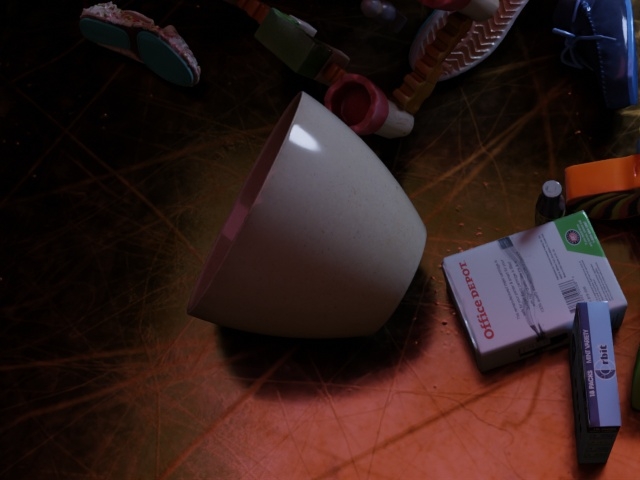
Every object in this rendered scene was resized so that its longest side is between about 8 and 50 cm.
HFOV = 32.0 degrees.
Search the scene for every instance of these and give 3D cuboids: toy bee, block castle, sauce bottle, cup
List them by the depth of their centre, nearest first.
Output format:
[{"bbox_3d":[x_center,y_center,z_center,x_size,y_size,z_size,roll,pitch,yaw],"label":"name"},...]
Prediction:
[{"bbox_3d":[0.000,0.000,1.494,0.237,0.331,0.331,27,70,-9],"label":"cup"},{"bbox_3d":[0.495,-0.070,1.522,0.298,0.162,0.195,8,72,41],"label":"toy bee"},{"bbox_3d":[0.315,-0.044,1.534,0.042,0.128,0.042,-5,65,10],"label":"sauce bottle"},{"bbox_3d":[0.008,-0.384,1.628,0.453,0.213,0.303,44,107,27],"label":"block castle"}]

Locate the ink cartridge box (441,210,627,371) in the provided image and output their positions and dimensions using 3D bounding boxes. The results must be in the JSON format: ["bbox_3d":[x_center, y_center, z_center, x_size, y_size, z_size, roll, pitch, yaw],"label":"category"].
[{"bbox_3d":[0.285,0.070,1.510,0.208,0.087,0.153,-18,64,0],"label":"ink cartridge box"}]

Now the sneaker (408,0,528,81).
[{"bbox_3d":[0.243,-0.370,1.719,0.302,0.108,0.121,-47,22,3],"label":"sneaker"}]

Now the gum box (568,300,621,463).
[{"bbox_3d":[0.341,0.181,1.396,0.041,0.184,0.157,-3,65,8],"label":"gum box"}]

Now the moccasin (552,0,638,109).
[{"bbox_3d":[0.402,-0.325,1.664,0.117,0.137,0.342,-7,51,11],"label":"moccasin"}]

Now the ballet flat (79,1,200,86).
[{"bbox_3d":[-0.278,-0.327,1.793,0.241,0.091,0.077,28,51,16],"label":"ballet flat"}]

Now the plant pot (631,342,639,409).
[{"bbox_3d":[0.518,0.094,1.391,0.228,0.227,0.207,7,61,13],"label":"plant pot"}]
